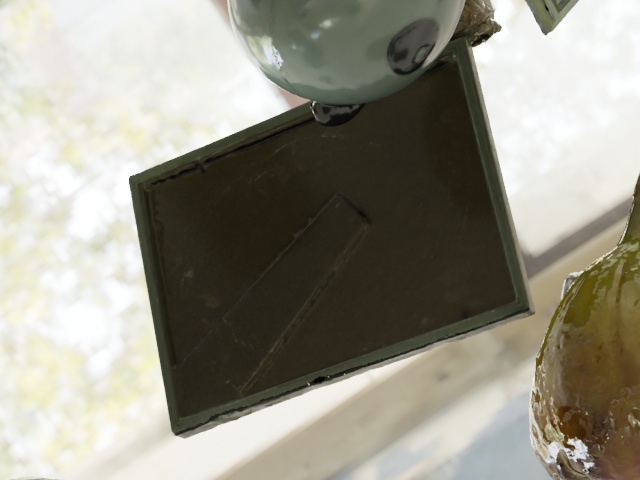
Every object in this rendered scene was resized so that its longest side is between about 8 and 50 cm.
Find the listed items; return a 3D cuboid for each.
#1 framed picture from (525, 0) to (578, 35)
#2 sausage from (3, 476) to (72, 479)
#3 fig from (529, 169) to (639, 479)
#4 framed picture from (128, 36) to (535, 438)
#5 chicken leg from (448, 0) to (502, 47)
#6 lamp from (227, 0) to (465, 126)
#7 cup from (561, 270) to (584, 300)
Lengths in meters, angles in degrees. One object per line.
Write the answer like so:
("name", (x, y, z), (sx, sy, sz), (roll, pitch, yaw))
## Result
("framed picture", (0.200, -0.329, 1.416), (0.018, 0.231, 0.293), (7, -132, 50))
("sausage", (-0.176, 0.231, 1.269), (0.152, 0.152, 0.280), (-33, 161, 6))
("fig", (0.224, 0.052, 1.324), (0.159, 0.159, 0.257), (-19, -123, 52))
("framed picture", (0.000, 0.000, 1.596), (0.335, 0.247, 0.022), (-22, 156, 23))
("chicken leg", (0.087, -0.221, 1.650), (0.080, 0.125, 0.196), (-56, -157, 2))
("lamp", (0.010, -0.209, 1.417), (0.198, 0.244, 0.197), (-11, -120, 19))
("cup", (0.367, 0.116, 1.793), (0.257, 0.227, 0.301), (-16, -175, 20))
